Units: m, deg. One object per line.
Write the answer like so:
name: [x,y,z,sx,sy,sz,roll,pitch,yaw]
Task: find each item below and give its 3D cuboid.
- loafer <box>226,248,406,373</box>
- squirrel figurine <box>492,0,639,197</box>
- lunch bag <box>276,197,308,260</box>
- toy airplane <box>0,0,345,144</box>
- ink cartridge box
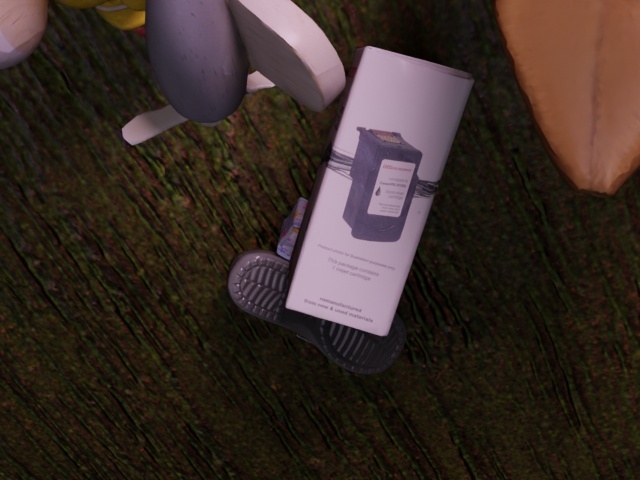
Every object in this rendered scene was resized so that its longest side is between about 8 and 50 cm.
loafer: [-0.004,0.072,0.982,0.251,0.087,0.094,33,94,-28]
squirrel figurine: [0.242,-0.253,0.610,0.281,0.370,0.397,-33,90,24]
lunch bag: [0.000,0.000,0.932,0.083,0.071,0.053,32,117,-11]
toy airplane: [-0.185,-0.238,0.576,0.384,0.386,0.272,35,96,-33]
ink cartridge box: [0.047,-0.055,0.791,0.100,0.172,0.237,17,101,-4]
